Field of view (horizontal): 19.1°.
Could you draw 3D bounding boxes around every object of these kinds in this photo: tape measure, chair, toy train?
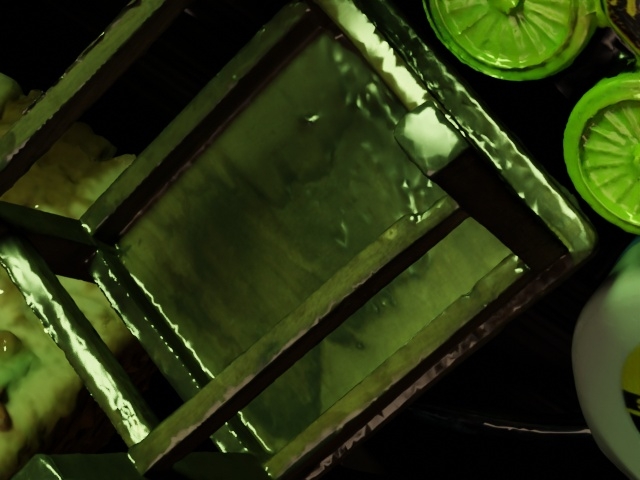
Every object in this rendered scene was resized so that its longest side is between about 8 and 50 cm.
[{"bbox_3d":[0.176,0.058,0.978,0.351,0.098,0.215,17,140,32],"label":"tape measure"},{"bbox_3d":[0.000,0.000,0.941,0.240,0.416,0.203,-44,68,12],"label":"chair"},{"bbox_3d":[0.119,-0.132,0.827,0.296,0.100,0.160,45,134,-7],"label":"toy train"}]

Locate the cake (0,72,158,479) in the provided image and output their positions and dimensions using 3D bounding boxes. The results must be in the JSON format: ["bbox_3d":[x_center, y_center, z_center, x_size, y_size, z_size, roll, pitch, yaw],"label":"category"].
[{"bbox_3d":[-0.265,0.053,1.172,0.290,0.255,0.282,38,142,5],"label":"cake"}]
